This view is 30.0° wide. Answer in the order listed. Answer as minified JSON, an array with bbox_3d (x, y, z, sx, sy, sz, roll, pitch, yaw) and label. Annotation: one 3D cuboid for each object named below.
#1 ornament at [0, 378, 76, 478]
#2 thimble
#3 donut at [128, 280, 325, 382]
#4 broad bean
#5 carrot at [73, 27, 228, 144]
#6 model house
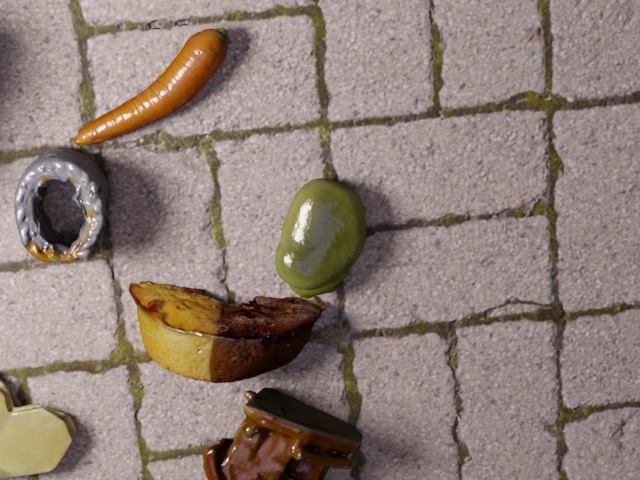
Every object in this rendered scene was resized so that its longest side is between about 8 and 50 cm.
[{"bbox_3d":[-0.492,0.303,1.812,0.201,0.059,0.180,31,105,-15],"label":"ornament"},{"bbox_3d":[-0.363,-0.050,1.684,0.127,0.118,0.151,6,105,-7],"label":"thimble"},{"bbox_3d":[-0.138,0.148,1.753,0.295,0.151,0.112,4,116,-7],"label":"donut"},{"bbox_3d":[0.000,0.000,1.748,0.124,0.082,0.174,25,104,-10],"label":"broad bean"},{"bbox_3d":[-0.230,-0.203,1.683,0.271,0.062,0.066,-40,139,11],"label":"carrot"},{"bbox_3d":[-0.070,0.355,1.798,0.220,0.199,0.229,26,99,1],"label":"model house"}]
